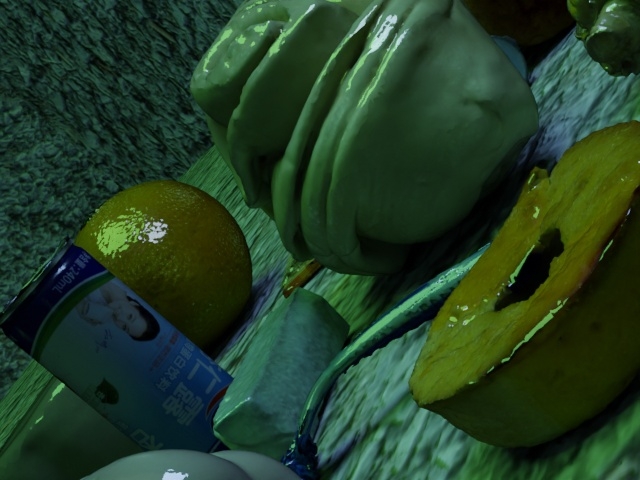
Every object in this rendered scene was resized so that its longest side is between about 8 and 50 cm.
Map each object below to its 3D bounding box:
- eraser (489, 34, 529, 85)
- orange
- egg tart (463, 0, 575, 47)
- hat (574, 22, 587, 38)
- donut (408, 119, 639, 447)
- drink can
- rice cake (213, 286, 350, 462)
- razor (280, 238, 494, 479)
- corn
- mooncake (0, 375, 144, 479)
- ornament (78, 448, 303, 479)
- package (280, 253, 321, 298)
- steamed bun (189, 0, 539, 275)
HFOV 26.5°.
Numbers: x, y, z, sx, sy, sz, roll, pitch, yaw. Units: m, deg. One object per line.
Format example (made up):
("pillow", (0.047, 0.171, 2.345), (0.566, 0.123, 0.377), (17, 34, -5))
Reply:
("eraser", (0.103, -0.124, 1.392), (0.174, 0.081, 0.227), (-46, 9, -11))
("orange", (-0.189, 0.037, 1.607), (0.236, 0.236, 0.236), (-45, 10, 11))
("egg tart", (0.191, -0.279, 1.377), (0.202, 0.202, 0.147), (-47, 25, 1))
("hat", (0.270, -0.263, 1.268), (0.146, 0.067, 0.146), (-45, 10, 11))
("donut", (0.132, 0.030, 0.721), (0.190, 0.075, 0.174), (-54, 12, -11))
("drink can", (-0.147, 0.107, 1.103), (0.097, 0.235, 0.097), (-45, 10, 11))
("rice cake", (-0.028, 0.110, 1.093), (0.063, 0.069, 0.206), (-44, 8, 28))
("razor", (0.075, 0.053, 0.918), (0.324, 0.056, 0.093), (-45, 9, 11))
("corn", (0.275, -0.234, 1.024), (0.119, 0.119, 0.322), (-35, 12, 51))
("mooncake", (-0.258, 0.216, 1.448), (0.275, 0.135, 0.275), (-49, 8, 10))
("ornament", (-0.056, 0.182, 0.637), (0.177, 0.177, 0.177), (-45, 10, 11))
("package", (0.000, -0.001, 1.489), (0.108, 0.031, 0.120), (-43, 16, 24))
("steamed bun", (0.015, -0.097, 1.140), (0.203, 0.289, 0.276), (-16, -46, -28))
